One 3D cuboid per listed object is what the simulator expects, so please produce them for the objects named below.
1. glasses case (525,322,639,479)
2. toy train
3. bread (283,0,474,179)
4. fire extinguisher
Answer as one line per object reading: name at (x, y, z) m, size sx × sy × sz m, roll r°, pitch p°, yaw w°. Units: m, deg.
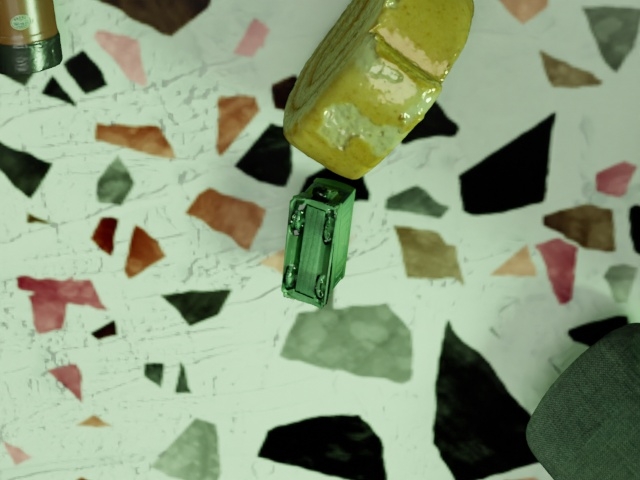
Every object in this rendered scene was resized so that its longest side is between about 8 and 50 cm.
glasses case at (0.292, 0.210, 1.041) m, size 0.323 × 0.074 × 0.131 m, roll 47°, pitch 126°, yaw 18°
toy train at (0.000, 0.000, 1.054) m, size 0.038 × 0.056 × 0.093 m, roll 16°, pitch 121°, yaw 17°
bread at (0.040, -0.111, 0.952) m, size 0.073 × 0.122 × 0.149 m, roll 32°, pitch 118°, yaw -15°
fire extinguisher at (-0.212, -0.200, 0.971) m, size 0.062 × 0.050 × 0.177 m, roll -17°, pitch 120°, yaw -22°
